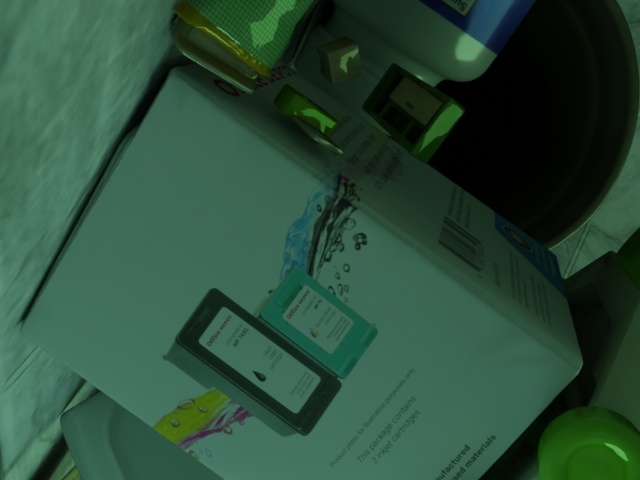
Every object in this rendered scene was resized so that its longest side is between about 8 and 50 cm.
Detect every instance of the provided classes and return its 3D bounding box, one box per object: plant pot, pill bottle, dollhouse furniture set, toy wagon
[{"bbox_3d":[0.120,-0.149,0.869,0.323,0.323,0.280,-55,-165,2],"label":"plant pot"},{"bbox_3d":[0.098,-0.218,0.616,0.272,0.152,0.152,-56,179,18],"label":"pill bottle"},{"bbox_3d":[0.003,-0.093,0.419,0.076,0.151,0.058,-53,-138,11],"label":"dollhouse furniture set"},{"bbox_3d":[0.154,0.103,0.535,0.344,0.068,0.267,-54,180,17],"label":"toy wagon"}]

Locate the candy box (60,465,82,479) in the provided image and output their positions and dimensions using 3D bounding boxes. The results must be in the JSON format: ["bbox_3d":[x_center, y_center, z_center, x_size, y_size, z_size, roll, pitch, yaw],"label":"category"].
[{"bbox_3d":[-0.284,0.323,0.959,0.316,0.087,0.183,-47,179,1],"label":"candy box"}]

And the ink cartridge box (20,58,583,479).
[{"bbox_3d":[-0.005,0.032,0.541,0.197,0.270,0.198,-54,180,20],"label":"ink cartridge box"}]

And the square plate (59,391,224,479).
[{"bbox_3d":[-0.037,0.192,0.741,0.347,0.344,0.049,-27,137,-14],"label":"square plate"}]
